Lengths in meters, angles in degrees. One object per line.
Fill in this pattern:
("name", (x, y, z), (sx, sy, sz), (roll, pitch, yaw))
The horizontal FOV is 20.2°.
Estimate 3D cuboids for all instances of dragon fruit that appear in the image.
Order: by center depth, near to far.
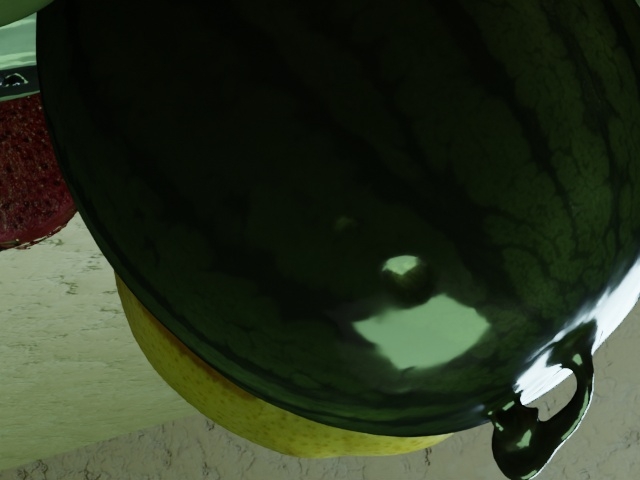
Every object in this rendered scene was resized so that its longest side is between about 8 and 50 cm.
("dragon fruit", (-0.217, -0.064, 1.157), (0.153, 0.153, 0.111), (-10, -175, -14))

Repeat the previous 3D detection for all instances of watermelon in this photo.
("watermelon", (0.021, -0.058, 0.855), (0.279, 0.359, 0.279), (-33, 158, -15))

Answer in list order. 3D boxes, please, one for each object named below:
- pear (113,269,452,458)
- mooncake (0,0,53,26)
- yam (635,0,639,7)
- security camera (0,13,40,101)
("pear", (0.000, 0.000, 1.254), (0.314, 0.314, 0.314), (-12, 168, -3))
("mooncake", (-0.186, -0.168, 0.694), (0.275, 0.135, 0.275), (-13, 164, -4))
("yam", (0.216, -0.206, 0.799), (0.195, 0.195, 0.300), (-12, 169, -6))
("security camera", (-0.130, -0.136, 1.033), (0.301, 0.080, 0.157), (-13, 168, -14))
